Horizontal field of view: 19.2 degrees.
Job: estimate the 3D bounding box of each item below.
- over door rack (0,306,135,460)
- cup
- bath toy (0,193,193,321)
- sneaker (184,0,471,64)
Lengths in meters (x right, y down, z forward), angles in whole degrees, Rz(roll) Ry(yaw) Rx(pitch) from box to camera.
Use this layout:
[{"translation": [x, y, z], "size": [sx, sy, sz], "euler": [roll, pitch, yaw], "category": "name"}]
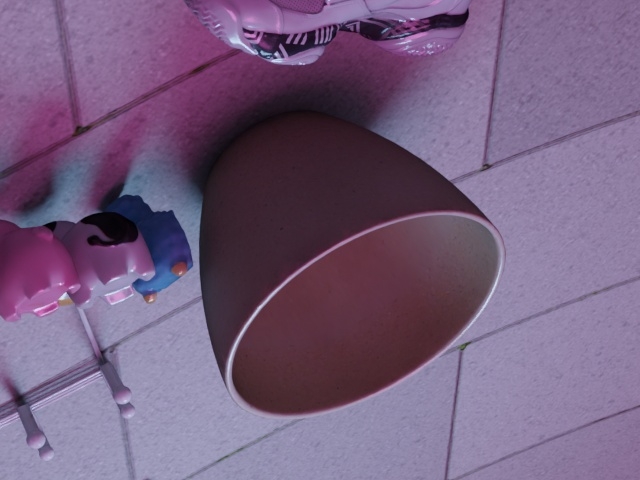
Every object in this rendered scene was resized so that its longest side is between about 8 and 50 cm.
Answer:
[{"translation": [-0.345, 0.169, 2.111], "size": [0.239, 0.108, 0.324], "euler": [-27, 148, -9], "category": "over door rack"}, {"translation": [0.000, 0.000, 2.042], "size": [0.331, 0.237, 0.331], "euler": [-21, 146, -15], "category": "cup"}, {"translation": [-0.293, 0.016, 1.868], "size": [0.151, 0.129, 0.348], "euler": [-36, 162, 35], "category": "bath toy"}, {"translation": [0.039, -0.284, 1.784], "size": [0.365, 0.137, 0.210], "euler": [-5, 139, -44], "category": "sneaker"}]
